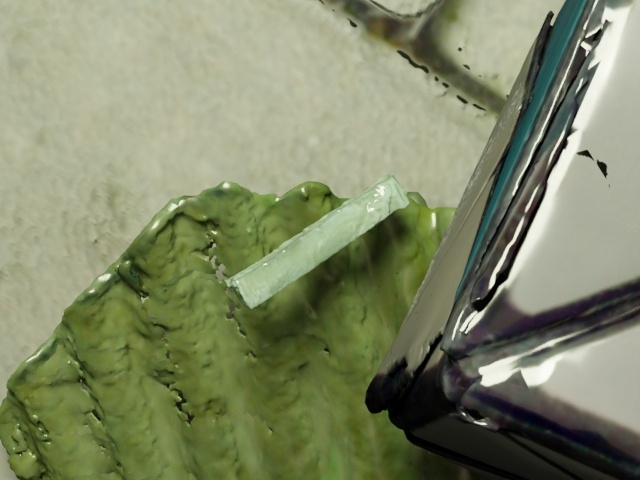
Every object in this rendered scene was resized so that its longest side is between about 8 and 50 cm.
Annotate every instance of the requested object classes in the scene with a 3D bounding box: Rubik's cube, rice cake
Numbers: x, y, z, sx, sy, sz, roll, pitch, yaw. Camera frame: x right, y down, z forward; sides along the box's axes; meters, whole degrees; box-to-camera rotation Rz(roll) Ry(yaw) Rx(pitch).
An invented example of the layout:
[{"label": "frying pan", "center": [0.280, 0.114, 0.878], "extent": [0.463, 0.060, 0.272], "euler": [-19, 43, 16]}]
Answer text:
[{"label": "Rubik's cube", "center": [0.224, 0.005, 0.625], "extent": [0.310, 0.307, 0.305], "euler": [23, 79, 3]}, {"label": "rice cake", "center": [0.000, 0.000, 0.731], "extent": [0.121, 0.021, 0.022], "euler": [-33, 101, -20]}]

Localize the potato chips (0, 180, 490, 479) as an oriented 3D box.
[{"label": "potato chips", "center": [0.008, 0.146, 0.787], "extent": [0.373, 0.097, 0.389], "euler": [-38, 91, 4]}]
